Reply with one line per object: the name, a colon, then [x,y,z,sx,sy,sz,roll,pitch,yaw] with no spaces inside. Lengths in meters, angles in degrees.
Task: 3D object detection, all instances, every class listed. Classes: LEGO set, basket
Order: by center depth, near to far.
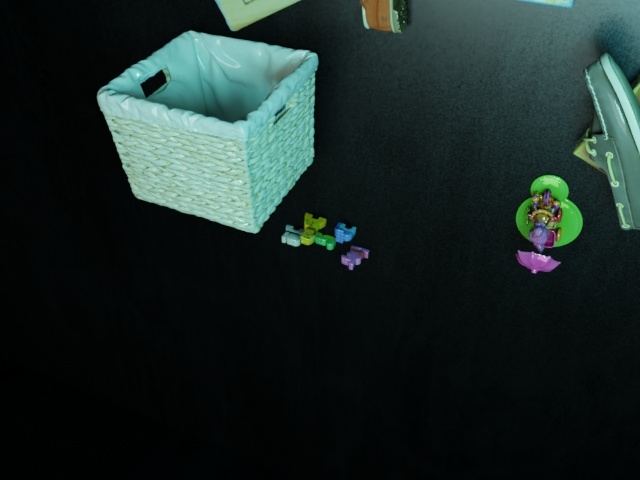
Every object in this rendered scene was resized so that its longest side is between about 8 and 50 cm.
basket: [-0.211,-0.234,1.264,0.331,0.328,0.267,16,134,17]
LEGO set: [0.000,0.000,1.494,0.227,0.093,0.087,17,132,17]

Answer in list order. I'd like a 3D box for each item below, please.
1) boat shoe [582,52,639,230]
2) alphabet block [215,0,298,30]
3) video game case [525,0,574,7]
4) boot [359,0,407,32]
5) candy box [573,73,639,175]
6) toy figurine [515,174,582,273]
boat shoe: [0.494,-0.149,1.009,0.096,0.117,0.324,-18,120,36]
alphabet block: [-0.085,-0.512,1.062,0.197,0.192,0.194,-10,122,36]
video game case: [0.360,-0.463,0.970,0.119,0.015,0.166,17,132,18]
boot: [0.105,-0.451,1.097,0.084,0.059,0.158,13,132,27]
candy box: [0.544,-0.196,1.057,0.109,0.053,0.187,34,133,2]
toy figurine: [0.434,-0.015,1.190,0.130,0.159,0.173,7,128,25]
